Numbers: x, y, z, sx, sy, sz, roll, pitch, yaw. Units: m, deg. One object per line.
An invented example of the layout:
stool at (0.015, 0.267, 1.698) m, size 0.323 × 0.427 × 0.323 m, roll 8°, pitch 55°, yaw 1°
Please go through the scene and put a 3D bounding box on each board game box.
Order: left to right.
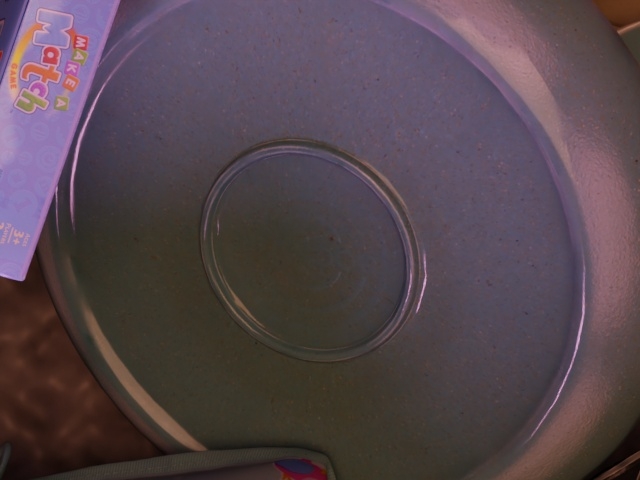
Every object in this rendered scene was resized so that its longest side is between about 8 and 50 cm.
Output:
board game box at (-0.132, -0.080, 0.769) m, size 0.039 × 0.211 × 0.160 m, roll 18°, pitch 94°, yaw -19°

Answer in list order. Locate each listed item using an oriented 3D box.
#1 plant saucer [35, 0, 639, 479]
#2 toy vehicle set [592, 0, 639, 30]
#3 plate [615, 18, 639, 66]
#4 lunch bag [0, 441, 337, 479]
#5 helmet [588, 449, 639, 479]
plant saucer at (0.000, 0.000, 0.787) m, size 0.318 × 0.044 × 0.317 m, roll 9°, pitch 114°, yaw 21°
toy vehicle set at (0.236, -0.153, 0.853) m, size 0.267 × 0.035 × 0.166 m, roll 15°, pitch 94°, yaw -1°
plate at (0.181, -0.022, 0.850) m, size 0.188 × 0.024 × 0.188 m, roll 1°, pitch 111°, yaw 3°
lunch bag at (-0.130, 0.193, 0.756) m, size 0.262 × 0.223 × 0.160 m, roll -4°, pitch 108°, yaw 17°
helmet at (0.208, 0.153, 0.812) m, size 0.169 × 0.169 × 0.161 m, roll -30°, pitch 77°, yaw 2°
